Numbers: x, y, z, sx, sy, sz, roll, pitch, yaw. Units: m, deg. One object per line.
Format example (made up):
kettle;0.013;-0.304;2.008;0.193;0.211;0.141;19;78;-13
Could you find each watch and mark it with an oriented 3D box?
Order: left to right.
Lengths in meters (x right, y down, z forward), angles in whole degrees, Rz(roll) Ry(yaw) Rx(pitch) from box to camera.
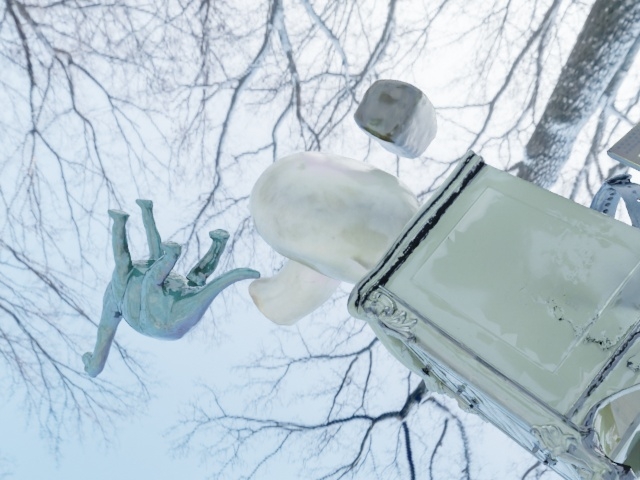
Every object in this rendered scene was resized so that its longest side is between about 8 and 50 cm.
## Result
watch;0.558;-0.010;1.152;0.069;0.206;0.192;-6;-109;0

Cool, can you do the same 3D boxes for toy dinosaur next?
toy dinosaur;-0.237;0.128;0.885;0.129;0.330;0.384;-4;-157;-45

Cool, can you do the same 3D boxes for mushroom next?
mushroom;0.007;-0.035;1.102;0.356;0.315;0.315;-13;-133;39

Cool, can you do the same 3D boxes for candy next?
candy;0.142;-0.215;1.111;0.102;0.234;0.104;29;-83;22

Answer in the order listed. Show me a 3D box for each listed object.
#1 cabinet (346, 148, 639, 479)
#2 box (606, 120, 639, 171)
cabinet;0.252;0.119;0.664;0.227;0.290;0.318;-49;-134;-6
box;0.620;-0.165;1.152;0.090;0.023;0.133;-44;-136;-2
